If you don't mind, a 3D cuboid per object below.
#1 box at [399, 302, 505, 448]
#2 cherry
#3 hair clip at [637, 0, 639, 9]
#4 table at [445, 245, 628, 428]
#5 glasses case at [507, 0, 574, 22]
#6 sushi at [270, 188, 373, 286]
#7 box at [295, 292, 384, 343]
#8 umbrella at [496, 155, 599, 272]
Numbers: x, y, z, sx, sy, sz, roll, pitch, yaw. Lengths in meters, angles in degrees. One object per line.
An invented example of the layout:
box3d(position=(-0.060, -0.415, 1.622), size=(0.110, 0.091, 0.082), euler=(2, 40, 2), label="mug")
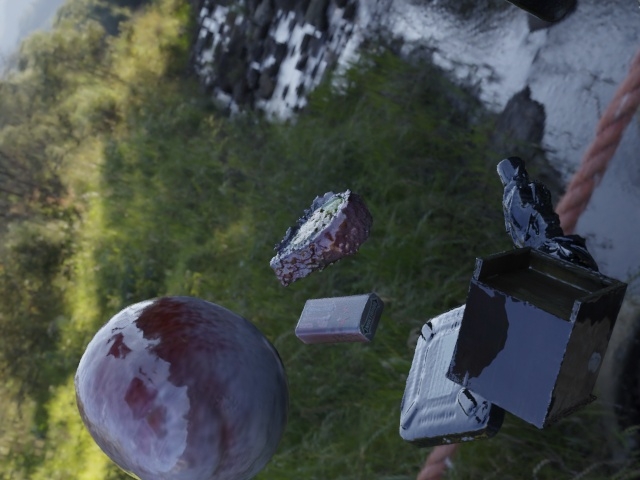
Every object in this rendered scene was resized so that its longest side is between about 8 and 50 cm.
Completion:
box3d(position=(0.273, 0.256, 1.616), size=(0.289, 0.073, 0.290), euler=(-31, 36, 56), label="box")
box3d(position=(-0.187, 0.240, 1.215), size=(0.335, 0.326, 0.291), euler=(19, 77, 47), label="cherry")
box3d(position=(0.555, -0.255, 1.249), size=(0.106, 0.292, 0.084), euler=(-14, 29, 41), label="hair clip")
box3d(position=(0.317, 0.131, 1.194), size=(0.169, 0.172, 0.193), euler=(24, 113, 38), label="table")
box3d(position=(0.363, -0.480, 1.486), size=(0.103, 0.266, 0.067), euler=(-62, 35, 16), label="glasses case")
box3d(position=(0.010, 0.000, 1.740), size=(0.241, 0.107, 0.161), euler=(-48, 22, -15), label="sushi")
box3d(position=(0.046, 0.199, 2.079), size=(0.224, 0.069, 0.120), euler=(-8, 50, 44), label="box")
box3d(position=(0.383, -0.010, 1.422), size=(0.154, 0.128, 0.336), euler=(135, 128, -59), label="umbrella")
